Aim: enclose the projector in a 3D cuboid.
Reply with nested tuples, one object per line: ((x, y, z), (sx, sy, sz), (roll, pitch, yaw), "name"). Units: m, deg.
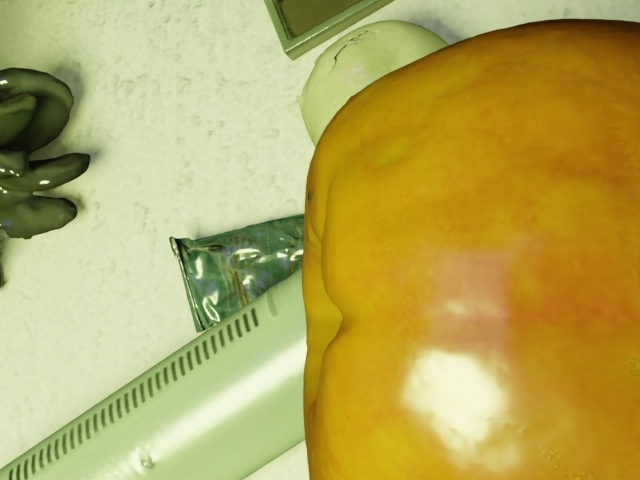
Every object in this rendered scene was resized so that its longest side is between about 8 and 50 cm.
((-0.112, 0.146, 0.805), (0.337, 0.108, 0.108), (-34, 61, 9), "projector")

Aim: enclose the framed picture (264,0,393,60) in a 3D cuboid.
((0.012, -0.305, 0.975), (0.192, 0.018, 0.265), (-27, 61, 12), "framed picture")

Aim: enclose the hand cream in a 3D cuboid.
((0.000, -0.001, 0.843), (0.247, 0.052, 0.075), (-17, 64, 17), "hand cream")

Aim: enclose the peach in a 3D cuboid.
((0.142, 0.045, 0.613), (0.301, 0.343, 0.343), (1, 69, -3), "peach")

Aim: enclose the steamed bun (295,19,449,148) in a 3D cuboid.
((0.046, -0.107, 0.841), (0.130, 0.091, 0.112), (-34, 62, 9), "steamed bun")

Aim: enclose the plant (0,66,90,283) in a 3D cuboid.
((-0.341, -0.039, 0.938), (0.276, 0.199, 0.188), (-23, 69, 19), "plant")
